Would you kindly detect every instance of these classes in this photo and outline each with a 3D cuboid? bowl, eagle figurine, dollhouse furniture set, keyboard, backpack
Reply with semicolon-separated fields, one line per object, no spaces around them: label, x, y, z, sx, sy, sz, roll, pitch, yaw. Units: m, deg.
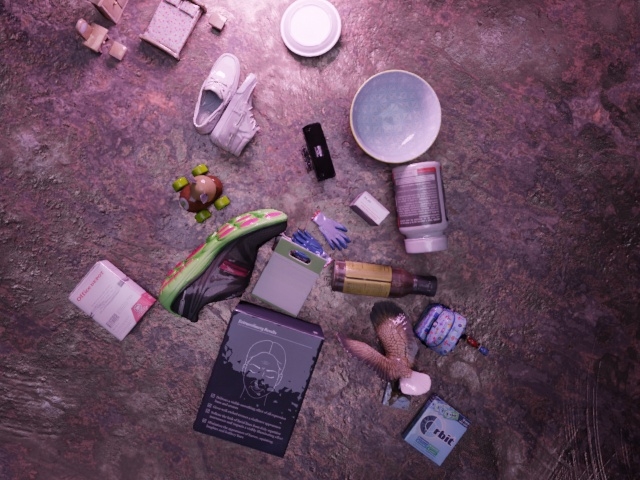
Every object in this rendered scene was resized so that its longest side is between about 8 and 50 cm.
bowl;0.228;-0.386;1.818;0.290;0.156;0.289;0;92;-4
eagle figurine;0.213;0.378;1.828;0.225;0.226;0.298;-24;99;17
dollhouse furniture set;-0.524;-0.668;1.752;0.356;0.174;0.303;28;90;-4
keyboard;-0.021;-0.291;1.873;0.100;0.038;0.192;-18;92;-26
backpack;0.395;0.290;1.841;0.117;0.173;0.158;33;90;-4

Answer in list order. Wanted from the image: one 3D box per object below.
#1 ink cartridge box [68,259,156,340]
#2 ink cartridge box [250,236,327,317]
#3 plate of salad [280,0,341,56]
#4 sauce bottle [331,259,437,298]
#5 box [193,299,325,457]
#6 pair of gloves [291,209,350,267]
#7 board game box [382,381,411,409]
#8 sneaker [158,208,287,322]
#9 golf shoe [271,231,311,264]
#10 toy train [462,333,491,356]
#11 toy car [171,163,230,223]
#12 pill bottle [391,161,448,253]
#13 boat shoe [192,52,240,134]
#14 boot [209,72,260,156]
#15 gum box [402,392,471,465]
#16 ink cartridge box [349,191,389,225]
ink cartridge box;-0.666;0.189;1.809;0.218;0.092;0.158;40;89;-6
ink cartridge box;-0.101;0.114;1.828;0.171;0.056;0.235;28;107;-4
plate of salad;-0.031;-0.697;1.846;0.200;0.048;0.199;0;86;5
sauce bottle;0.209;0.136;1.856;0.345;0.111;0.111;8;91;-4
box;-0.191;0.427;1.788;0.294;0.212;0.395;19;91;-4
pair of gloves;0.000;0.000;1.847;0.159;0.023;0.198;43;62;3
board game box;0.263;0.522;1.916;0.090;0.020;0.090;15;91;-4
sneaker;-0.291;0.075;1.811;0.483;0.185;0.202;-39;112;1
golf shoe;-0.064;0.033;1.855;0.186;0.067;0.086;28;68;-12
toy train;0.518;0.346;1.918;0.158;0.036;0.027;35;89;-4
toy car;-0.384;-0.151;1.768;0.149;0.188;0.155;-35;93;-2
pill bottle;0.327;-0.105;1.831;0.161;0.161;0.283;-7;92;-4
boat shoe;-0.333;-0.475;1.807;0.098;0.096;0.277;21;90;-4
boot;-0.245;-0.401;1.828;0.123;0.095;0.258;31;98;-10
gum box;0.396;0.643;1.917;0.157;0.041;0.184;38;88;-4
ink cartridge box;0.158;-0.100;1.809;0.104;0.180;0.060;41;89;-4
